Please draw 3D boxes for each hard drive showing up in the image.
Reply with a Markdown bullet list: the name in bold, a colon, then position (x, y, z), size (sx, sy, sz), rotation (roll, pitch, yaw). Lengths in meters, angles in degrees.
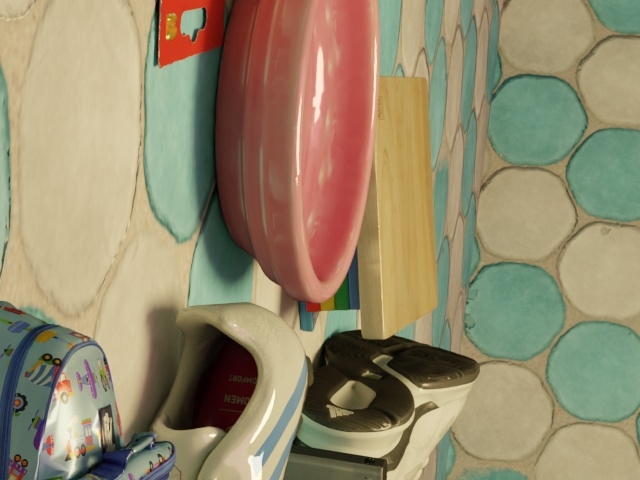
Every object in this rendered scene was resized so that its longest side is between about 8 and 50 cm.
- **hard drive**: position (-0.006, 0.234, 1.491), size (0.022, 0.135, 0.094), rotation (-61, 154, -57)

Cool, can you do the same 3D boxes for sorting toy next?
- **sorting toy**: position (0.049, -0.040, 1.681), size (0.255, 0.089, 0.257), rotation (-17, 105, -73)

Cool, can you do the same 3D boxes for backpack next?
- **backpack**: position (-0.140, 0.118, 0.798), size (0.158, 0.117, 0.173), rotation (2, 90, -80)

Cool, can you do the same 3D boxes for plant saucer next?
- **plant saucer**: position (-0.019, -0.113, 1.384), size (0.332, 0.084, 0.332), rotation (4, 90, -78)

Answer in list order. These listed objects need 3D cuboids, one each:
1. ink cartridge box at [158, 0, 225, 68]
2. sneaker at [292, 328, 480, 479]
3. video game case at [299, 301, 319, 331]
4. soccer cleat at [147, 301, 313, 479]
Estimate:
- **ink cartridge box**: position (-0.067, -0.244, 1.162), size (0.181, 0.056, 0.224), rotation (-45, 137, -73)
- **sneaker**: position (0.048, 0.259, 1.830), size (0.447, 0.169, 0.257), rotation (-21, 125, -69)
- **video game case**: position (0.000, 0.000, 1.728), size (0.166, 0.015, 0.119), rotation (-72, 164, -48)
- **soccer cleat**: position (-0.089, 0.204, 1.176), size (0.143, 0.116, 0.331), rotation (30, 63, -59)
